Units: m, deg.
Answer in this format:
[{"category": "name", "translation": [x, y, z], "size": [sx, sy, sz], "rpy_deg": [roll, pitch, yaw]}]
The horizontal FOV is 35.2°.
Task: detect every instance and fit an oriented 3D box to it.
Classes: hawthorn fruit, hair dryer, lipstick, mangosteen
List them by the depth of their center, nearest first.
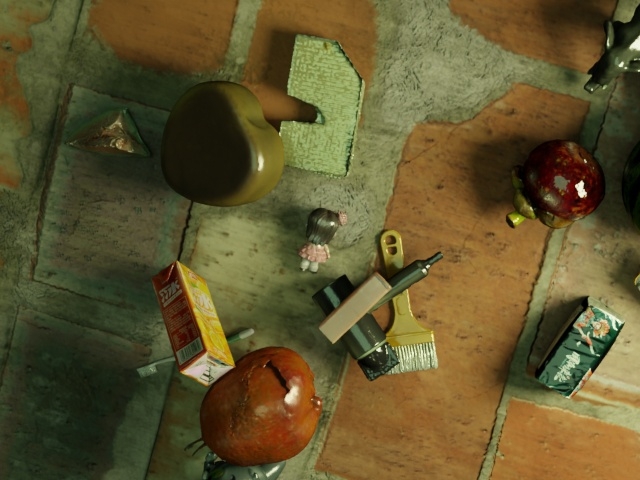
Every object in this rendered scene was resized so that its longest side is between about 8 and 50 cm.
[{"category": "mangosteen", "translation": [0.412, -0.086, 1.762], "size": [0.145, 0.156, 0.181], "rpy_deg": [9, 130, -15]}, {"category": "lipstick", "translation": [0.061, 0.120, 1.815], "size": [0.145, 0.045, 0.045], "rpy_deg": [-43, 87, 4]}, {"category": "hair dryer", "translation": [0.136, 0.115, 1.856], "size": [0.248, 0.078, 0.196], "rpy_deg": [-36, 86, 13]}, {"category": "hawthorn fruit", "translation": [-0.136, 0.327, 1.878], "size": [0.299, 0.211, 0.211], "rpy_deg": [-26, 91, 13]}]

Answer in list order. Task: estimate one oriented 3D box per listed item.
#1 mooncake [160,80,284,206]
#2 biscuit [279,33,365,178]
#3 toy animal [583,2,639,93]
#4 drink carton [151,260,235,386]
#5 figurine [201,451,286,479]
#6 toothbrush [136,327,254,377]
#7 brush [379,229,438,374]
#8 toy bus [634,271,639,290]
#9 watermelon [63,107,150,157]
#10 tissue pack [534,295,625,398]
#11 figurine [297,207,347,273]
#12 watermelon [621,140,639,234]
[{"category": "mooncake", "translation": [-0.185, -0.166, 1.863], "size": [0.234, 0.117, 0.235], "rpy_deg": [6, 101, 30]}, {"category": "biscuit", "translation": [0.002, -0.246, 1.859], "size": [0.147, 0.046, 0.250], "rpy_deg": [10, 100, 12]}, {"category": "toy animal", "translation": [0.529, -0.348, 1.692], "size": [0.114, 0.146, 0.245], "rpy_deg": [31, 103, 5]}, {"category": "drink carton", "translation": [-0.237, 0.152, 1.872], "size": [0.071, 0.096, 0.223], "rpy_deg": [-35, 51, 12]}, {"category": "figurine", "translation": [-0.212, 0.506, 1.937], "size": [0.140, 0.193, 0.265], "rpy_deg": [45, 115, 2]}, {"category": "toothbrush", "translation": [-0.246, 0.220, 1.981], "size": [0.257, 0.018, 0.024], "rpy_deg": [-22, 95, 13]}, {"category": "brush", "translation": [0.150, 0.114, 1.893], "size": [0.103, 0.013, 0.272], "rpy_deg": [-9, 94, 12]}, {"category": "toy bus", "translation": [0.625, 0.100, 1.766], "size": [0.162, 0.074, 0.069], "rpy_deg": [46, 110, 1]}, {"category": "watermelon", "translation": [-0.416, -0.204, 1.940], "size": [0.155, 0.080, 0.101], "rpy_deg": [-5, 87, 27]}, {"category": "tissue pack", "translation": [0.462, 0.190, 1.796], "size": [0.090, 0.103, 0.170], "rpy_deg": [33, 102, 13]}, {"category": "figurine", "translation": [0.000, 0.000, 1.888], "size": [0.072, 0.054, 0.129], "rpy_deg": [19, 102, 4]}, {"category": "watermelon", "translation": [0.630, -0.081, 1.658], "size": [0.268, 0.269, 0.269], "rpy_deg": [1, 97, 11]}]
